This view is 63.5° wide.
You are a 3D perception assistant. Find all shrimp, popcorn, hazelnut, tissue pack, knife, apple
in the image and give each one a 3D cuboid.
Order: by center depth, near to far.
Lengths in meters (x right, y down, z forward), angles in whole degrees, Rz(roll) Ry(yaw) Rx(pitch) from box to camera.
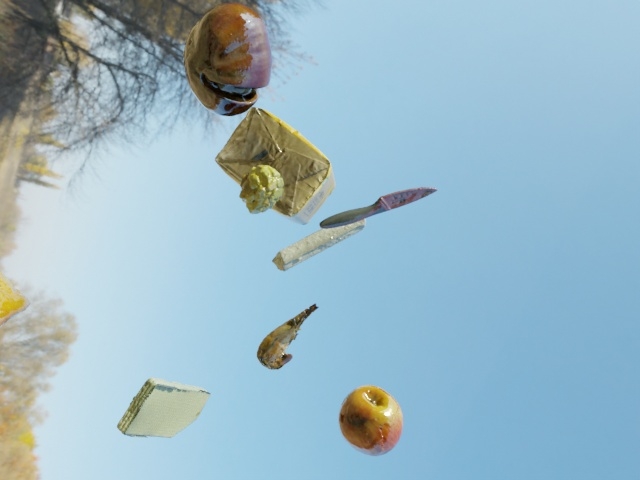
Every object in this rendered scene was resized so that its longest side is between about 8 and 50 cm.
[{"bbox_3d":[0.111,-0.067,0.977,0.018,0.247,0.036,-130,-156,-57],"label":"knife"},{"bbox_3d":[0.106,0.379,1.097,0.146,0.146,0.147,-31,-130,46],"label":"apple"},{"bbox_3d":[-0.222,-0.419,1.198,0.252,0.217,0.217,-64,-149,32],"label":"hazelnut"},{"bbox_3d":[-0.149,-0.131,1.261,0.106,0.116,0.121,53,-25,26],"label":"popcorn"},{"bbox_3d":[-0.119,-0.211,1.590,0.228,0.293,0.382,-52,176,2],"label":"tissue pack"},{"bbox_3d":[-0.098,0.317,1.711,0.262,0.117,0.066,-37,-158,-12],"label":"shrimp"}]

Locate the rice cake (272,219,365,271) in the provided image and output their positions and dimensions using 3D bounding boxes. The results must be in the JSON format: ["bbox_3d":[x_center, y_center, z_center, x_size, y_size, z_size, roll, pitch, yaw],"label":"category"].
[{"bbox_3d":[0.000,0.000,1.280,0.052,0.256,0.057,64,-18,-6],"label":"rice cake"}]

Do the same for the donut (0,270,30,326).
[{"bbox_3d":[-0.485,0.098,0.573,0.277,0.277,0.109,27,-40,58],"label":"donut"}]

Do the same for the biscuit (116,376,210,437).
[{"bbox_3d":[-0.409,0.448,1.377,0.052,0.252,0.150,27,-97,31],"label":"biscuit"}]
